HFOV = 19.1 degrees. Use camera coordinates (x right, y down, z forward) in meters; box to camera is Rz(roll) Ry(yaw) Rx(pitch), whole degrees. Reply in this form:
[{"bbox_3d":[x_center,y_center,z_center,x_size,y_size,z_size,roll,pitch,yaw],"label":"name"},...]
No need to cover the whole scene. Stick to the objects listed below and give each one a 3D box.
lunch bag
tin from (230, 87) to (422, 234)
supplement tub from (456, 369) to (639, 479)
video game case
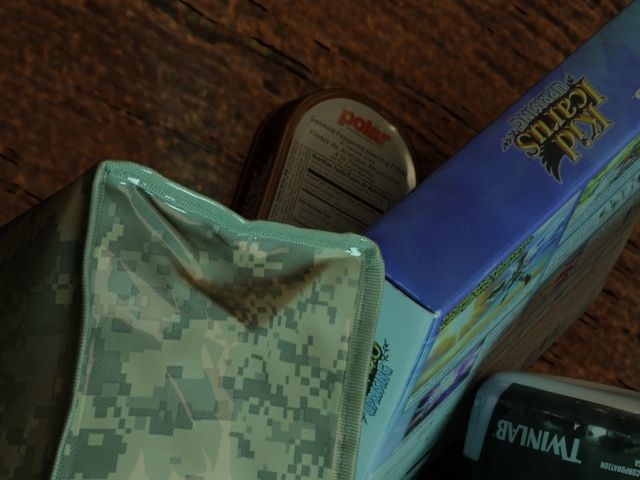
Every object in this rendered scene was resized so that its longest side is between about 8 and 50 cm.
[{"bbox_3d":[-0.102,0.137,0.867,0.169,0.235,0.287,18,69,-26],"label":"lunch bag"},{"bbox_3d":[0.000,0.000,1.097,0.106,0.040,0.190,31,63,-29],"label":"tin"},{"bbox_3d":[0.148,0.238,1.014,0.193,0.193,0.316,12,90,-32],"label":"supplement tub"},{"bbox_3d":[0.091,0.019,1.030,0.061,0.244,0.269,39,54,15],"label":"video game case"}]
